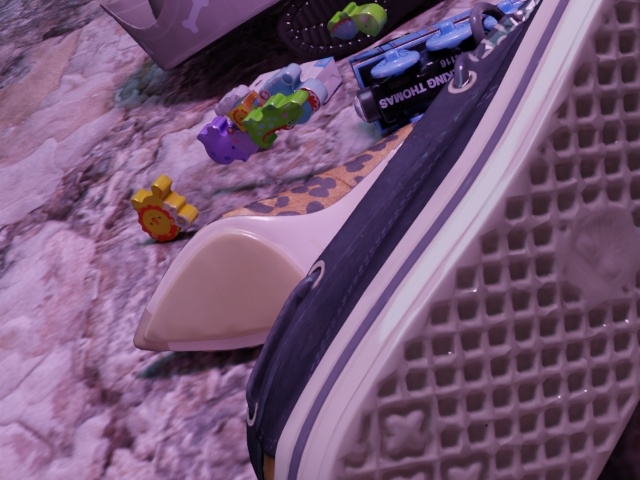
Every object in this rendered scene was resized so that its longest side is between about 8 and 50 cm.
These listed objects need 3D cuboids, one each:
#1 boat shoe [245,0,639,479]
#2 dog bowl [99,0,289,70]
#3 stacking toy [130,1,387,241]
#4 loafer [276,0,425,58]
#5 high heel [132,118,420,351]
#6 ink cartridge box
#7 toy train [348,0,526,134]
[{"bbox_3d":[0.134,-0.044,0.665,0.500,0.187,0.156,-52,20,-13],"label":"boat shoe"},{"bbox_3d":[-0.065,-0.302,1.463,0.349,0.102,0.349,-30,8,5],"label":"dog bowl"},{"bbox_3d":[-0.046,-0.097,1.101,0.221,0.052,0.167,-30,18,43],"label":"stacking toy"},{"bbox_3d":[0.050,-0.250,1.394,0.220,0.080,0.078,-28,12,-15],"label":"loafer"},{"bbox_3d":[0.000,0.000,0.943,0.261,0.093,0.186,-31,-1,15],"label":"high heel"},{"bbox_3d":[-0.027,-0.146,1.291,0.083,0.028,0.048,-9,28,31],"label":"ink cartridge box"},{"bbox_3d":[0.111,-0.147,1.108,0.184,0.080,0.105,-23,18,2],"label":"toy train"}]
